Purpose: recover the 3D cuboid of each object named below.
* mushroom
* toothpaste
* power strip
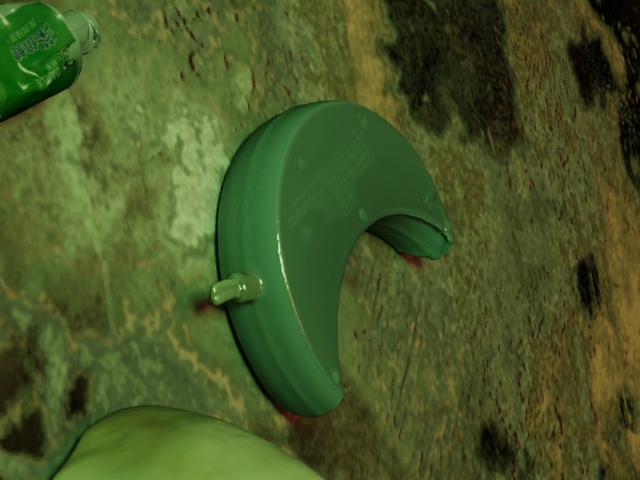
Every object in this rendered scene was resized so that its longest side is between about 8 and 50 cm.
[{"bbox_3d":[-0.029,0.166,0.894,0.236,0.162,0.173,-9,88,-58],"label":"mushroom"},{"bbox_3d":[-0.195,-0.076,0.843,0.248,0.046,0.078,-34,105,-52],"label":"toothpaste"},{"bbox_3d":[0.000,0.000,1.089,0.168,0.054,0.253,63,36,-15],"label":"power strip"}]
